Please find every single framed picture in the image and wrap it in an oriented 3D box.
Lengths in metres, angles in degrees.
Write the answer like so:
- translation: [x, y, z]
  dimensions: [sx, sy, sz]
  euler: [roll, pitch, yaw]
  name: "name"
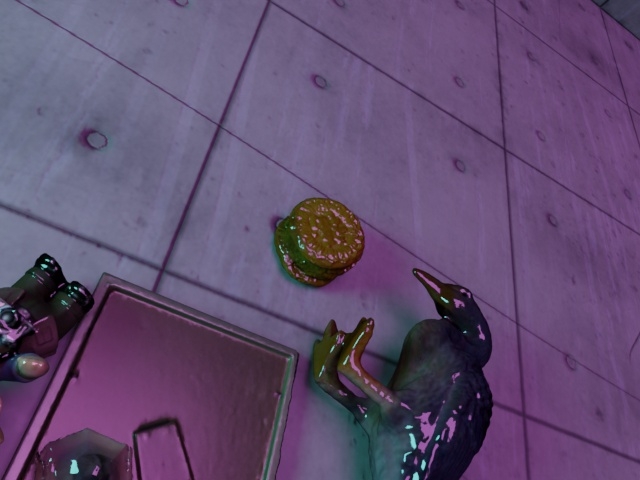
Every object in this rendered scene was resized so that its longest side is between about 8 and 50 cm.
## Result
- translation: [-0.135, 0.189, 0.419]
  dimensions: [0.211, 0.020, 0.290]
  euler: [26, 52, -19]
  name: "framed picture"

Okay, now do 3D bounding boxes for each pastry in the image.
- translation: [0.000, 0.000, 0.594]
  dimensions: [0.097, 0.057, 0.109]
  euler: [45, 47, -2]
  name: "pastry"

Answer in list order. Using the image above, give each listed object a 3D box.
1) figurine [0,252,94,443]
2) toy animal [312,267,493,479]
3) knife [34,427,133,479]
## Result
- translation: [-0.245, 0.086, 0.351]
  dimensions: [0.114, 0.108, 0.196]
  euler: [48, 45, -6]
  name: "figurine"
- translation: [0.086, 0.161, 0.515]
  dimensions: [0.185, 0.122, 0.298]
  euler: [29, 52, -17]
  name: "toy animal"
- translation: [-0.156, 0.304, 0.302]
  dimensions: [0.089, 0.043, 0.365]
  euler: [9, 64, -30]
  name: "knife"
